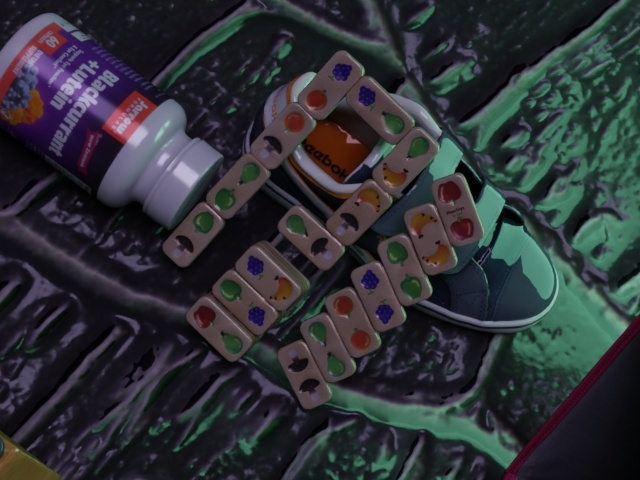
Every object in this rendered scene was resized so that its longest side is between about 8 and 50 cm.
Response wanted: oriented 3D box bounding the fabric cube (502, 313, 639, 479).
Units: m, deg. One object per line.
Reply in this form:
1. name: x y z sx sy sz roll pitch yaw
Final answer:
1. fabric cube: 0.290 0.249 0.935 0.258 0.254 0.259 28 39 -4

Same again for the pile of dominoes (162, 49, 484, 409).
1. pile of dominoes: 0.000 0.000 1.032 0.196 0.040 0.251 44 105 3

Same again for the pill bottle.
1. pill bottle: -0.183 -0.096 1.068 0.193 0.108 0.108 36 64 1

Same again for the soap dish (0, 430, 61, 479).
1. soap dish: -0.367 0.163 0.890 0.291 0.118 0.229 35 60 6

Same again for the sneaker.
1. sneaker: 0.082 -0.031 1.107 0.321 0.127 0.126 30 62 -3
